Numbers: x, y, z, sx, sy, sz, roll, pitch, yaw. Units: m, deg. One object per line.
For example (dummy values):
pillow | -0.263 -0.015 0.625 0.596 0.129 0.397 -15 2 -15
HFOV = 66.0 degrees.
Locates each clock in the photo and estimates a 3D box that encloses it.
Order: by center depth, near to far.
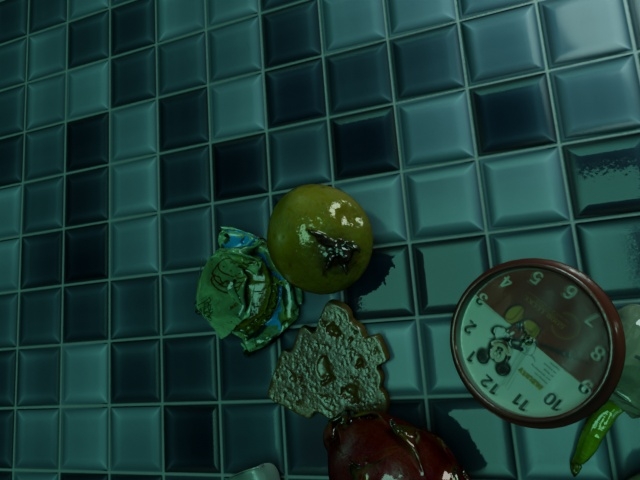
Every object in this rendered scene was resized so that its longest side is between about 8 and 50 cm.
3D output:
clock | 0.401 0.190 0.943 0.318 0.080 0.319 -10 74 36

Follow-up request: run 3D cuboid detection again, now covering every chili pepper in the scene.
chili pepper | 0.521 0.349 0.922 0.208 0.048 0.043 -53 37 8

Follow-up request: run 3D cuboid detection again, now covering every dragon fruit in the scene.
dragon fruit | 0.135 0.452 0.939 0.315 0.250 0.250 38 95 13

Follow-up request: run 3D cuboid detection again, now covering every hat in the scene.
hat | 0.575 0.187 0.830 0.149 0.245 0.214 32 77 13

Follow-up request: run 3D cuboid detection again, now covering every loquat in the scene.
loquat | 0.000 0.000 1.055 0.243 0.244 0.244 -3 81 19

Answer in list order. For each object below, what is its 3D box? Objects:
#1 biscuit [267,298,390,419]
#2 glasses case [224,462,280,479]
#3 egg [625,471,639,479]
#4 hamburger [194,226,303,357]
biscuit | 0.010 0.287 1.107 0.301 0.043 0.279 -23 77 16
glasses case | -0.121 0.652 1.079 0.128 0.083 0.309 -21 76 21
egg | 0.594 0.456 0.827 0.181 0.141 0.141 -6 80 28
hamburger | -0.186 0.120 1.145 0.276 0.150 0.261 36 96 20
